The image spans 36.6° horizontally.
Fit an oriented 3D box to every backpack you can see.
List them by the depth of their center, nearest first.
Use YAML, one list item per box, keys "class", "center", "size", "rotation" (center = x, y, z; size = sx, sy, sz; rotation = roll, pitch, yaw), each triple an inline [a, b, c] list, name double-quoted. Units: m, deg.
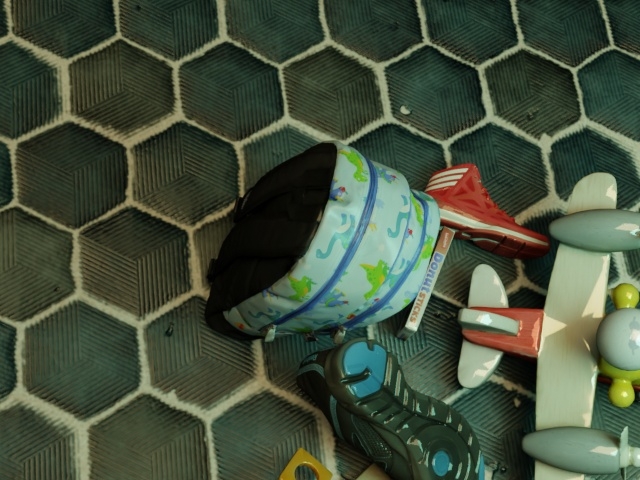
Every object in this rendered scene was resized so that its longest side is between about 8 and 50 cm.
- class: "backpack"
  center: [0.000, 0.000, 1.345]
  size: [0.273, 0.355, 0.290]
  rotation: [24, 68, -4]

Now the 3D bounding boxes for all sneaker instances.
- class: "sneaker"
  center: [0.107, 0.267, 1.381]
  size: [0.341, 0.139, 0.125]
  rotation: [51, 55, -18]
- class: "sneaker"
  center: [0.272, -0.057, 1.556]
  size: [0.221, 0.087, 0.128]
  rotation: [18, 70, -4]

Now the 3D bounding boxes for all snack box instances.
- class: "snack box"
  center: [0.163, 0.067, 1.503]
  size: [0.022, 0.064, 0.178]
  rotation: [24, 68, 0]

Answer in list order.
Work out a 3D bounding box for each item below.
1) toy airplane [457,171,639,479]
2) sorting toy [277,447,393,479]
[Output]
- class: "toy airplane"
  center: [0.384, 0.140, 1.399]
  size: [0.384, 0.272, 0.386]
  rotation: [-33, 84, -10]
- class: "sorting toy"
  center: [0.075, 0.432, 1.350]
  size: [0.348, 0.047, 0.196]
  rotation: [49, 46, 9]
